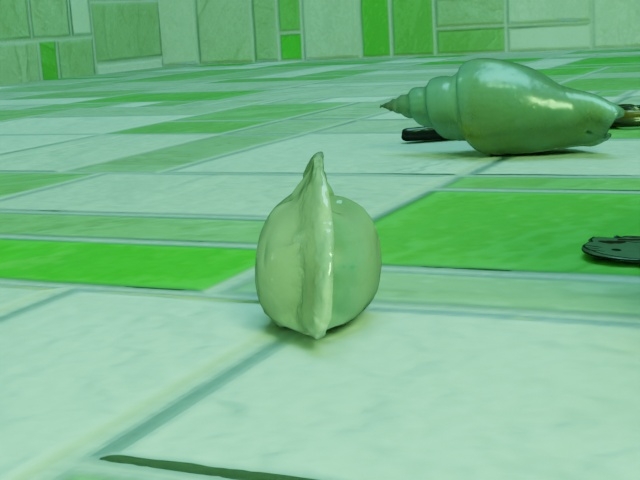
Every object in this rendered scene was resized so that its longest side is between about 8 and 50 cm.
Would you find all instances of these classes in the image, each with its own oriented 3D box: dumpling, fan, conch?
[{"bbox_3d":[-0.001,0.000,0.376,0.043,0.059,0.077,12,20,20],"label":"dumpling"},{"bbox_3d":[0.132,0.006,0.443,0.056,0.004,0.083,0,12,14],"label":"fan"},{"bbox_3d":[0.126,-0.085,0.790,0.180,0.088,0.065,10,59,26],"label":"conch"}]

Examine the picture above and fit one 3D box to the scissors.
[{"bbox_3d":[0.171,-0.096,0.918,0.220,0.017,0.088,-7,12,-13],"label":"scissors"}]
